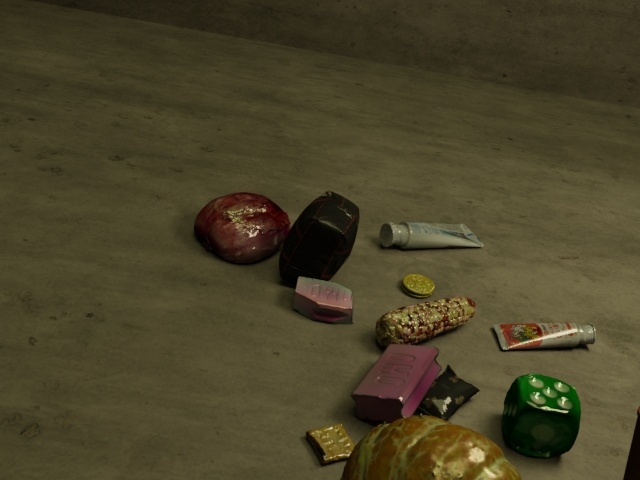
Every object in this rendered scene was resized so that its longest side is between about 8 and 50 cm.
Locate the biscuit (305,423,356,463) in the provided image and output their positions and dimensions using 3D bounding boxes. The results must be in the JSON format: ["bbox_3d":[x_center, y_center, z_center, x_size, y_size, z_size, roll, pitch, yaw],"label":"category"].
[{"bbox_3d":[0.023,0.388,1.584,0.081,0.018,0.083,-8,37,-27],"label":"biscuit"}]

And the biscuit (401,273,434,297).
[{"bbox_3d":[0.245,0.114,2.081,0.083,0.023,0.084,9,31,-6],"label":"biscuit"}]

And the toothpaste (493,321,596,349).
[{"bbox_3d":[0.533,0.227,1.969,0.234,0.057,0.089,-2,34,-5],"label":"toothpaste"}]

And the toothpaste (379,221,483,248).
[{"bbox_3d":[0.303,-0.015,2.273,0.299,0.073,0.114,0,32,-29],"label":"toothpaste"}]

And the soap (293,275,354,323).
[{"bbox_3d":[0.012,0.142,1.938,0.149,0.056,0.100,11,34,1],"label":"soap"}]

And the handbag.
[{"bbox_3d":[0.000,0.000,2.010,0.155,0.215,0.169,29,34,-5],"label":"handbag"}]

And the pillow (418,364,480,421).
[{"bbox_3d":[0.258,0.324,1.729,0.090,0.048,0.150,19,34,36],"label":"pillow"}]

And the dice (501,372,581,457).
[{"bbox_3d":[0.442,0.350,1.664,0.130,0.128,0.120,11,31,1],"label":"dice"}]

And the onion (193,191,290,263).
[{"bbox_3d":[-0.181,-0.060,2.145,0.227,0.120,0.283,36,39,28],"label":"onion"}]

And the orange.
[{"bbox_3d":[0.179,0.428,1.280,0.329,0.330,0.249,29,28,27],"label":"orange"}]

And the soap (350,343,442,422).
[{"bbox_3d":[0.158,0.291,1.701,0.122,0.066,0.203,0,23,29],"label":"soap"}]

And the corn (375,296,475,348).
[{"bbox_3d":[0.246,0.188,1.912,0.280,0.092,0.092,-9,37,-35],"label":"corn"}]

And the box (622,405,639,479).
[{"bbox_3d":[0.707,0.461,1.429,0.239,0.230,0.339,-2,25,-20],"label":"box"}]
